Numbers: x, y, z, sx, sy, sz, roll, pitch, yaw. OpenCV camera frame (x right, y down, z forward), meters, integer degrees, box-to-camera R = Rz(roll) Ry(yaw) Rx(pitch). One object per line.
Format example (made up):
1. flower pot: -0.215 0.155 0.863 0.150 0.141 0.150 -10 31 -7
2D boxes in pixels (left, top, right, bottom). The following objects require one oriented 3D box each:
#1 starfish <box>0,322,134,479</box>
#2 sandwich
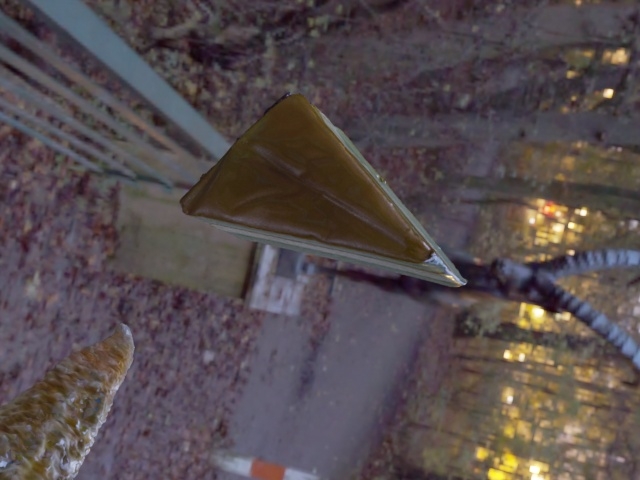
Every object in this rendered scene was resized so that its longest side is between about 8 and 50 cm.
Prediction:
1. starfish: -0.191 0.195 0.487 0.132 0.398 0.384 -49 155 18
2. sandwich: 0.000 0.000 0.613 0.113 0.163 0.079 -43 153 9
